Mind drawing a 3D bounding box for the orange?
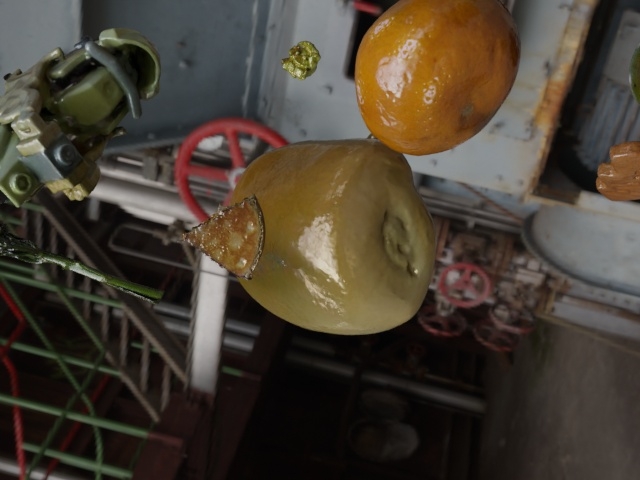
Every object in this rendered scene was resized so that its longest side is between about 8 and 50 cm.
[{"bbox_3d":[0.152,-0.232,1.139,0.171,0.240,0.240,50,143,40],"label":"orange"}]

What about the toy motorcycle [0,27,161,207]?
[{"bbox_3d":[-0.386,-0.196,1.296,0.169,0.236,0.410,54,-134,-34],"label":"toy motorcycle"}]

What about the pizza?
[{"bbox_3d":[-0.099,-0.014,0.994,0.099,0.100,0.029,-54,19,15],"label":"pizza"}]

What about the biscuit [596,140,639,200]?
[{"bbox_3d":[0.663,-0.129,1.677,0.306,0.283,0.043,124,146,-70],"label":"biscuit"}]

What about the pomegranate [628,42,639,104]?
[{"bbox_3d":[0.590,-0.246,1.296,0.181,0.224,0.181,-47,-1,-1],"label":"pomegranate"}]

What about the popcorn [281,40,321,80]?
[{"bbox_3d":[-0.031,-0.324,1.518,0.068,0.060,0.083,-43,7,-39],"label":"popcorn"}]

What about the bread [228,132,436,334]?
[{"bbox_3d":[0.000,0.000,1.523,0.252,0.376,0.348,-25,-70,-31],"label":"bread"}]

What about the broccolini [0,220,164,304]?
[{"bbox_3d":[-0.280,0.029,0.944,0.044,0.218,0.042,-76,7,-53],"label":"broccolini"}]
